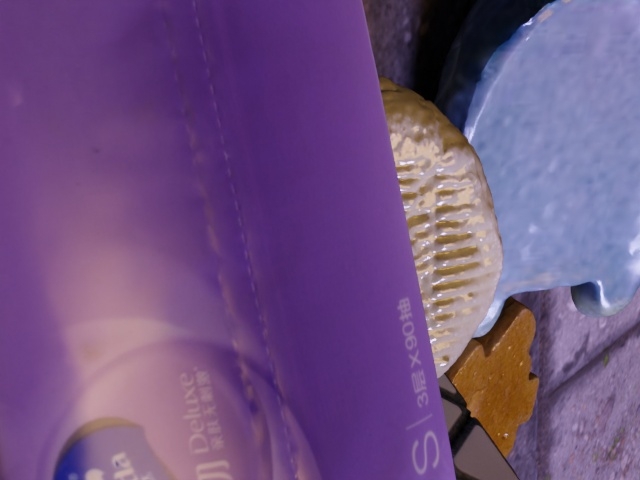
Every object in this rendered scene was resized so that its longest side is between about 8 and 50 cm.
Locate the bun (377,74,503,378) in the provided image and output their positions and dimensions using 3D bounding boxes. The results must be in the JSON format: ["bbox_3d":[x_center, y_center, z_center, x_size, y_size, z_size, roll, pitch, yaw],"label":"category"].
[{"bbox_3d":[0.000,0.000,0.789,0.220,0.134,0.220,-5,105,-19],"label":"bun"}]

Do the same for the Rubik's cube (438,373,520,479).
[{"bbox_3d":[0.038,0.202,0.872,0.228,0.233,0.229,-20,99,-20],"label":"Rubik's cube"}]

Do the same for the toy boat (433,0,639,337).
[{"bbox_3d":[0.176,-0.081,0.976,0.215,0.123,0.330,-8,122,-12],"label":"toy boat"}]

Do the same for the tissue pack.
[{"bbox_3d":[-0.084,0.001,0.582,0.242,0.160,0.338,-16,97,-38],"label":"tissue pack"}]

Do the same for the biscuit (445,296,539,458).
[{"bbox_3d":[0.113,0.159,1.070,0.238,0.041,0.212,-14,122,-47],"label":"biscuit"}]
